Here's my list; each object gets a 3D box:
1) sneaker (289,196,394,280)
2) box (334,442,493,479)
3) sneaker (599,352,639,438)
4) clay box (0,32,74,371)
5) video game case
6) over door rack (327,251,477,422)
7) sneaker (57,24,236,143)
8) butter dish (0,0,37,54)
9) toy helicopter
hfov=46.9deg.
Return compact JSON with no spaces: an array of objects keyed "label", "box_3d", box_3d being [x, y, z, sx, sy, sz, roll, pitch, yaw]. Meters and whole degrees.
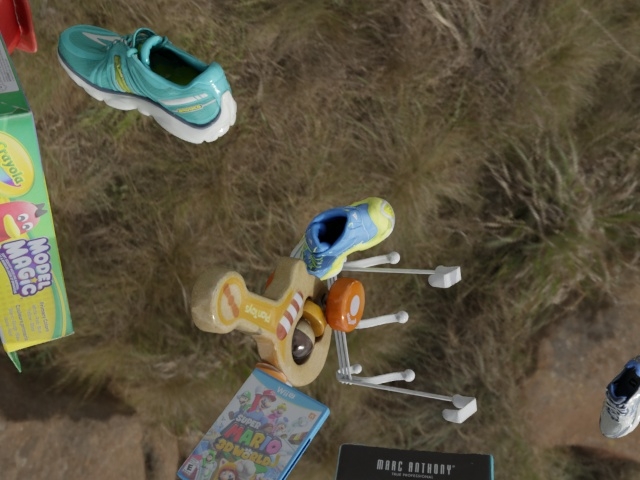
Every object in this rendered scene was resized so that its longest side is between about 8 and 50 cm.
[{"label":"sneaker","box_3d":[0.000,0.000,1.174,0.126,0.091,0.240,-2,153,-47]},{"label":"box","box_3d":[0.045,0.229,0.401,0.101,0.244,0.060,1,126,11]},{"label":"sneaker","box_3d":[0.384,0.199,0.942,0.058,0.052,0.135,-5,122,-35]},{"label":"clay box","box_3d":[-0.216,-0.025,0.503,0.053,0.127,0.222,-16,139,-23]},{"label":"video game case","box_3d":[-0.082,0.250,0.915,0.166,0.119,0.015,-52,149,-26]},{"label":"over door rack","box_3d":[0.136,0.147,1.243,0.108,0.324,0.239,-16,102,-35]},{"label":"sneaker","box_3d":[-0.221,-0.226,0.939,0.107,0.275,0.110,-54,158,-30]},{"label":"butter dish","box_3d":[-0.369,-0.204,0.702,0.160,0.160,0.118,22,74,-12]},{"label":"toy helicopter","box_3d":[-0.077,0.129,1.032,0.355,0.140,0.234,35,68,-60]}]
